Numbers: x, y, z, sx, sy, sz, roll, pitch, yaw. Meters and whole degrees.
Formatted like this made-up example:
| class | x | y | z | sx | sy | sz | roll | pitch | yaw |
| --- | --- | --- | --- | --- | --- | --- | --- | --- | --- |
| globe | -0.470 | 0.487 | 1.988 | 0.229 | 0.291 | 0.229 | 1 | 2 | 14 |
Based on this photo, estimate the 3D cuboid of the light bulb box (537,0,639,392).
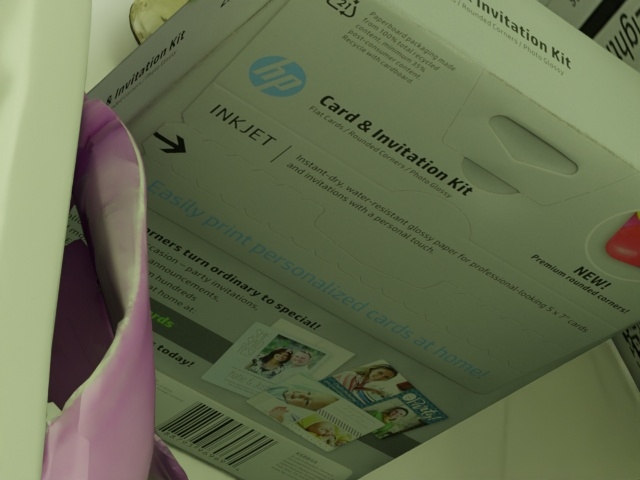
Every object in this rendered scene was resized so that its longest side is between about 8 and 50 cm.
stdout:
| class | x | y | z | sx | sy | sz | roll | pitch | yaw |
| --- | --- | --- | --- | --- | --- | --- | --- | --- | --- |
| light bulb box | 0.205 | -0.101 | 0.573 | 0.225 | 0.358 | 0.361 | -25 | 82 | -14 |

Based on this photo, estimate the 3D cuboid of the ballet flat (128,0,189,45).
| class | x | y | z | sx | sy | sz | roll | pitch | yaw |
| --- | --- | --- | --- | --- | --- | --- | --- | --- | --- |
| ballet flat | 0.009 | -0.057 | 0.625 | 0.173 | 0.049 | 0.057 | 19 | 52 | -34 |

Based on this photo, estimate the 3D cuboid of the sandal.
| class | x | y | z | sx | sy | sz | roll | pitch | yaw |
| --- | --- | --- | --- | --- | --- | --- | --- | --- | --- |
| sandal | -0.085 | 0.059 | 0.387 | 0.102 | 0.169 | 0.416 | 21 | 58 | -41 |

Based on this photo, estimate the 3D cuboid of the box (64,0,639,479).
| class | x | y | z | sx | sy | sz | roll | pitch | yaw |
| --- | --- | --- | --- | --- | --- | --- | --- | --- | --- |
| box | 0.000 | 0.000 | 0.477 | 0.145 | 0.186 | 0.038 | 30 | 47 | -26 |
